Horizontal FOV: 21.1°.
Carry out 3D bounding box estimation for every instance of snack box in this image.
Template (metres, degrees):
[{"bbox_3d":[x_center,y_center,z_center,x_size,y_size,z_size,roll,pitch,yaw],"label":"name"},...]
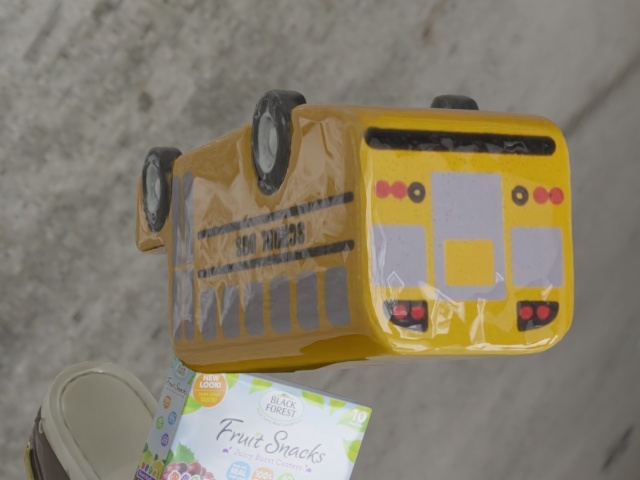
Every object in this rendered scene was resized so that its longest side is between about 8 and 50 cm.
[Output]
[{"bbox_3d":[-0.044,0.138,1.132,0.141,0.037,0.100,18,89,-33],"label":"snack box"}]

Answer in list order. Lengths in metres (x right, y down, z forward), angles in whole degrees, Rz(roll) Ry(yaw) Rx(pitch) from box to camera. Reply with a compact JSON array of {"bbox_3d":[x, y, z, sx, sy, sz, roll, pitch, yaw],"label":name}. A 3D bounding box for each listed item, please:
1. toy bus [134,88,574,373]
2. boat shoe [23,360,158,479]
[{"bbox_3d":[0.000,0.000,0.874,0.108,0.332,0.130,0,84,-23],"label":"toy bus"},{"bbox_3d":[-0.123,0.248,1.255,0.116,0.324,0.097,-16,158,-37],"label":"boat shoe"}]
